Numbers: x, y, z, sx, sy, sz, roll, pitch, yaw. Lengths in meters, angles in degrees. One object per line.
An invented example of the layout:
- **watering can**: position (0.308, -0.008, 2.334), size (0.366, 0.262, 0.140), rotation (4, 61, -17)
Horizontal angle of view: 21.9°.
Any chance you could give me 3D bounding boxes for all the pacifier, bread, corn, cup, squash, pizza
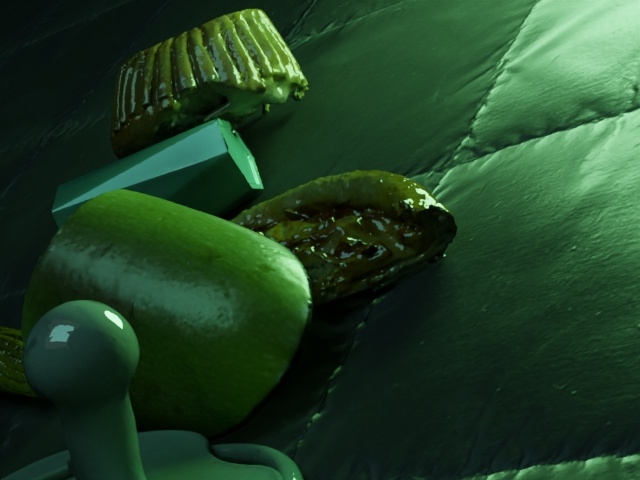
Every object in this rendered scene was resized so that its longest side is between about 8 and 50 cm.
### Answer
- **pacifier**: position (-0.171, 0.177, 1.423), size (0.288, 0.269, 0.343), rotation (-19, 18, -29)
- **bread**: position (-0.156, -0.194, 2.149), size (0.274, 0.149, 0.274), rotation (-24, -6, -2)
- **corn**: position (-0.353, 0.146, 1.940), size (0.080, 0.080, 0.231), rotation (-46, 28, -22)
- **cup**: position (-0.195, -0.054, 2.050), size (0.235, 0.134, 0.148), rotation (-27, 28, 9)
- **squash**: position (-0.122, 0.085, 1.672), size (0.309, 0.210, 0.234), rotation (18, 74, 27)
- **pizza**: position (0.000, 0.000, 1.742), size (0.182, 0.074, 0.365), rotation (-46, 26, -25)
